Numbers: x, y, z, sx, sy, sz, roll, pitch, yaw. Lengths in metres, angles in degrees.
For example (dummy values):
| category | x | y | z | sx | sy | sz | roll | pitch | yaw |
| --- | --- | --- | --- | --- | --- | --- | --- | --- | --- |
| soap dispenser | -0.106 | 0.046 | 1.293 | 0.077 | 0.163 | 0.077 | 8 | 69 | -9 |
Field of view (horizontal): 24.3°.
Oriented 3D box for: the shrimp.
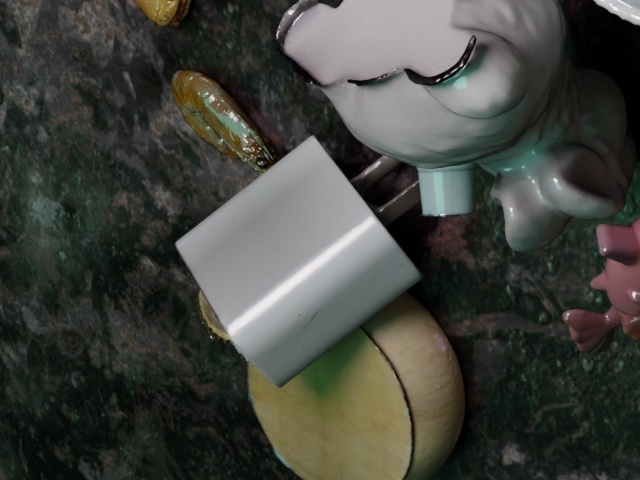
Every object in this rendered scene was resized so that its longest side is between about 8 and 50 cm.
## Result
| category | x | y | z | sx | sy | sz | roll | pitch | yaw |
| --- | --- | --- | --- | --- | --- | --- | --- | --- | --- |
| shrimp | -0.102 | -0.125 | 1.677 | 0.190 | 0.042 | 0.101 | 41 | 152 | 22 |

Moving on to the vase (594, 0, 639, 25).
| category | x | y | z | sx | sy | sz | roll | pitch | yaw |
| --- | --- | --- | --- | --- | --- | --- | --- | --- | --- |
| vase | 0.219 | -0.324 | 1.153 | 0.445 | 0.250 | 0.250 | 39 | 131 | 31 |

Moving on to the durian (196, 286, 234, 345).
| category | x | y | z | sx | sy | sz | roll | pitch | yaw |
| --- | --- | --- | --- | --- | --- | --- | --- | --- | --- |
| durian | -0.108 | 0.087 | 1.765 | 0.130 | 0.052 | 0.066 | 41 | 129 | 24 |

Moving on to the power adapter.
| category | x | y | z | sx | sy | sz | roll | pitch | yaw |
| --- | --- | --- | --- | --- | --- | --- | --- | --- | --- |
| power adapter | 0.000 | 0.000 | 1.509 | 0.124 | 0.255 | 0.187 | 48 | -175 | -46 |

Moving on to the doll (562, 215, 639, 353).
| category | x | y | z | sx | sy | sz | roll | pitch | yaw |
| --- | --- | --- | --- | --- | --- | --- | --- | --- | --- |
| doll | 0.319 | 0.028 | 1.257 | 0.262 | 0.093 | 0.211 | -29 | 131 | 30 |

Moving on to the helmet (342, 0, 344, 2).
| category | x | y | z | sx | sy | sz | roll | pitch | yaw |
| --- | --- | --- | --- | --- | --- | --- | --- | --- | --- |
| helmet | 0.085 | -0.200 | 1.415 | 0.153 | 0.107 | 0.176 | -23 | 91 | 44 |

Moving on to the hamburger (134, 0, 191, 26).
| category | x | y | z | sx | sy | sz | roll | pitch | yaw |
| --- | --- | --- | --- | --- | --- | --- | --- | --- | --- |
| hamburger | -0.181 | -0.281 | 1.674 | 0.083 | 0.044 | 0.076 | 45 | 131 | 17 |

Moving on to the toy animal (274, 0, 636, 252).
| category | x | y | z | sx | sy | sz | roll | pitch | yaw |
| --- | --- | --- | --- | --- | --- | --- | --- | --- | --- |
| toy animal | 0.151 | -0.113 | 1.209 | 0.194 | 0.357 | 0.257 | -39 | 43 | 21 |

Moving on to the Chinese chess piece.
| category | x | y | z | sx | sy | sz | roll | pitch | yaw |
| --- | --- | --- | --- | --- | --- | --- | --- | --- | --- |
| Chinese chess piece | 0.036 | 0.161 | 1.623 | 0.257 | 0.104 | 0.257 | 20 | 121 | 37 |

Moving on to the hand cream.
| category | x | y | z | sx | sy | sz | roll | pitch | yaw |
| --- | --- | --- | --- | --- | --- | --- | --- | --- | --- |
| hand cream | 0.109 | -0.187 | 1.328 | 0.058 | 0.085 | 0.331 | -148 | 54 | -76 |
